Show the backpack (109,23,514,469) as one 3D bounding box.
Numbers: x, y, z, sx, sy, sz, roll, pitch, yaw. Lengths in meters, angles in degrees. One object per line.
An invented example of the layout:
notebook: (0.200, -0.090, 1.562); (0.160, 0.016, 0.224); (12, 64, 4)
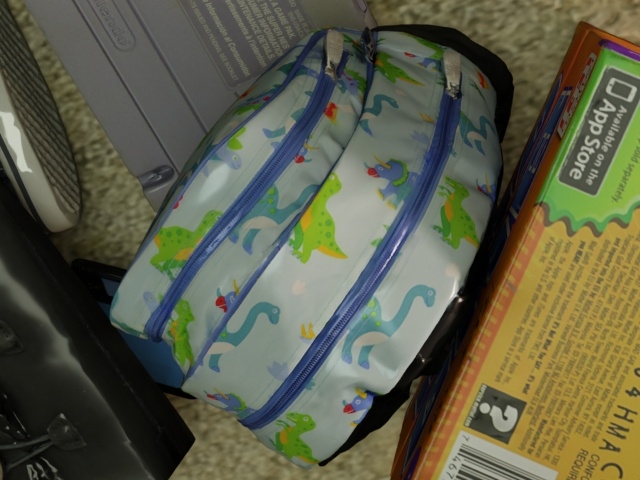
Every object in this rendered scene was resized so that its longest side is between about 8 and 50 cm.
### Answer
backpack: (0.000, 0.000, 1.114); (0.273, 0.355, 0.290); (33, 115, -23)

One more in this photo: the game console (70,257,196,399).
game console: (-0.149, 0.074, 1.328); (0.122, 0.107, 0.071); (14, 73, 4)

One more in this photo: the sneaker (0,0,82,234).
sneaker: (-0.300, -0.139, 1.283); (0.127, 0.126, 0.321); (-24, 88, 7)

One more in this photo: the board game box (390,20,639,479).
board game box: (0.278, 0.084, 1.130); (0.356, 0.356, 0.357); (23, 101, 2)

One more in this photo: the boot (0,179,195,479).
boot: (-0.351, 0.054, 1.266); (0.367, 0.146, 0.445); (-19, 113, 37)

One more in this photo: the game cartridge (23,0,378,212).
game cartridge: (-0.108, -0.210, 1.220); (0.230, 0.068, 0.355); (-26, 119, 6)
